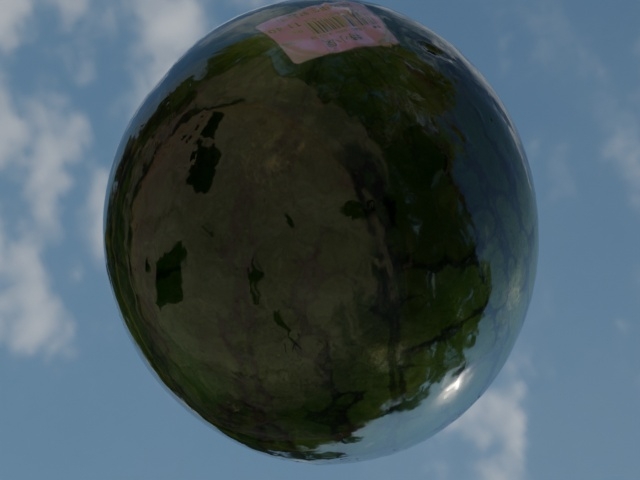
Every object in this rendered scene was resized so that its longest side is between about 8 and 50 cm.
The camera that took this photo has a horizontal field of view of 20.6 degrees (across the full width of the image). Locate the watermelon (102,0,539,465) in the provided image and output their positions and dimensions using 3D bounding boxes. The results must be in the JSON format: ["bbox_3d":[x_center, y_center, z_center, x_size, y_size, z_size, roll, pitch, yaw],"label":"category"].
[{"bbox_3d":[0.000,0.000,1.338,0.363,0.363,0.363,20,-60,38],"label":"watermelon"}]
